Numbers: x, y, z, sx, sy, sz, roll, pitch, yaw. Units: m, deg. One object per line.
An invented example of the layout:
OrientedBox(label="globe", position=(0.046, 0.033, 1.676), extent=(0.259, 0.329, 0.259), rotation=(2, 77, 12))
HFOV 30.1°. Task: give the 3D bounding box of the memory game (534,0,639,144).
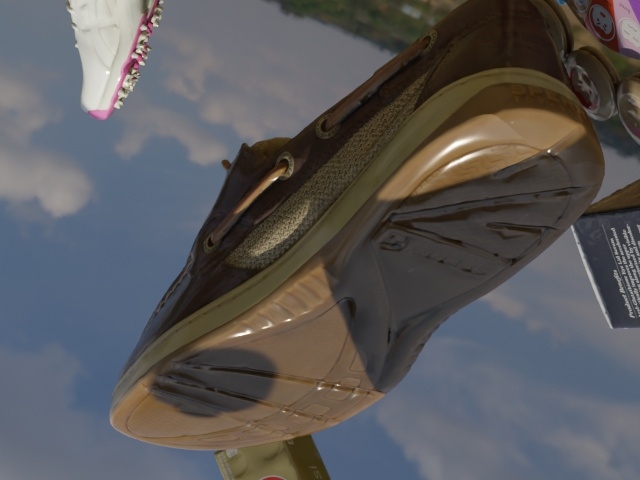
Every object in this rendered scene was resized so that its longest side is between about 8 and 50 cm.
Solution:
OrientedBox(label="memory game", position=(0.118, -0.121, 0.507), extent=(0.186, 0.012, 0.186), rotation=(55, 164, 24))

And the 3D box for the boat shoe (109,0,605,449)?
OrientedBox(label="boat shoe", position=(0.000, 0.000, 0.624), extent=(0.123, 0.342, 0.123), rotation=(18, -133, -29))

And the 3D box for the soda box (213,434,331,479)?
OrientedBox(label="soda box", position=(-0.012, 0.230, 0.905), extent=(0.058, 0.061, 0.181), rotation=(25, -143, -63))

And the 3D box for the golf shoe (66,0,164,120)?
OrientedBox(label="golf shoe", position=(-0.241, -0.284, 1.320), extent=(0.140, 0.306, 0.115), rotation=(17, -155, -4))

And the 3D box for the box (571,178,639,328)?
OrientedBox(label="box", position=(0.332, -0.008, 0.953), extent=(0.153, 0.108, 0.207), rotation=(-25, -173, -26))

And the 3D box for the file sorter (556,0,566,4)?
OrientedBox(label="file sorter", position=(0.111, -0.243, 0.748), extent=(0.170, 0.118, 0.104), rotation=(34, 173, 20))
